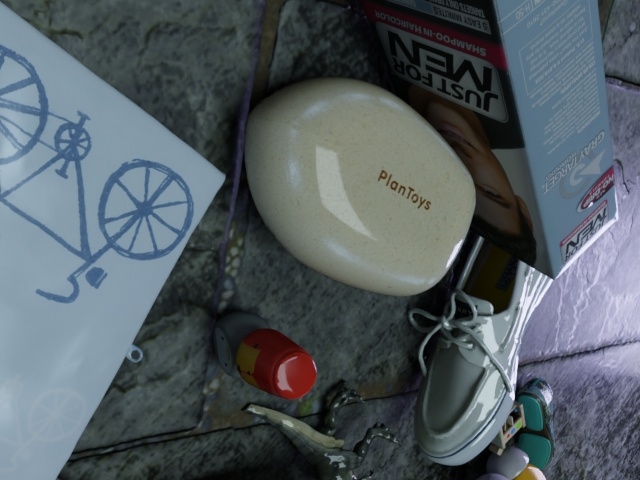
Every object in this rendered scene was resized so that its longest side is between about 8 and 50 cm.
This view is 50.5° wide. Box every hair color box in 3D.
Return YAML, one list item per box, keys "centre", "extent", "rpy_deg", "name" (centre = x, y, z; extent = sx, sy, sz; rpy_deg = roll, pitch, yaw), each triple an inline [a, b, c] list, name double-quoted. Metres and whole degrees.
- centre: [0.178, -0.141, 0.690]
  extent: [0.113, 0.185, 0.374]
  rpy_deg: [-42, 136, -10]
  name: "hair color box"

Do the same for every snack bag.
- centre: [-0.253, 0.013, 0.501]
  extent: [0.323, 0.037, 0.342]
  rpy_deg: [38, 73, -44]
  name: "snack bag"

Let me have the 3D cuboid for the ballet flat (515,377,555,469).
- centre: [0.371, 0.311, 1.154]
  extent: [0.070, 0.070, 0.188]
  rpy_deg: [-30, 127, -28]
  name: "ballet flat"

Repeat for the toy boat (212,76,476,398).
- centre: [0.000, 0.000, 0.671]
  extent: [0.267, 0.148, 0.318]
  rpy_deg: [35, 79, -29]
  name: "toy boat"

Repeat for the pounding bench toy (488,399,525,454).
- centre: [0.289, 0.293, 1.081]
  extent: [0.065, 0.052, 0.083]
  rpy_deg: [-35, 126, -25]
  name: "pounding bench toy"

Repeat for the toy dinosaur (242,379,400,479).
- centre: [0.021, 0.248, 0.835]
  extent: [0.118, 0.064, 0.268]
  rpy_deg: [-41, 126, -12]
  name: "toy dinosaur"

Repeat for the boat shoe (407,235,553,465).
- centre: [0.198, 0.103, 0.874]
  extent: [0.156, 0.136, 0.367]
  rpy_deg: [35, 81, -43]
  name: "boat shoe"

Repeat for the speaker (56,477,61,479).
- centre: [-0.239, 0.251, 0.617]
  extent: [0.055, 0.055, 0.136]
  rpy_deg: [-47, 131, -16]
  name: "speaker"

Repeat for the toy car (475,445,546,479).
- centre: [0.293, 0.436, 1.087]
  extent: [0.159, 0.136, 0.182]
  rpy_deg: [56, 39, 3]
  name: "toy car"
